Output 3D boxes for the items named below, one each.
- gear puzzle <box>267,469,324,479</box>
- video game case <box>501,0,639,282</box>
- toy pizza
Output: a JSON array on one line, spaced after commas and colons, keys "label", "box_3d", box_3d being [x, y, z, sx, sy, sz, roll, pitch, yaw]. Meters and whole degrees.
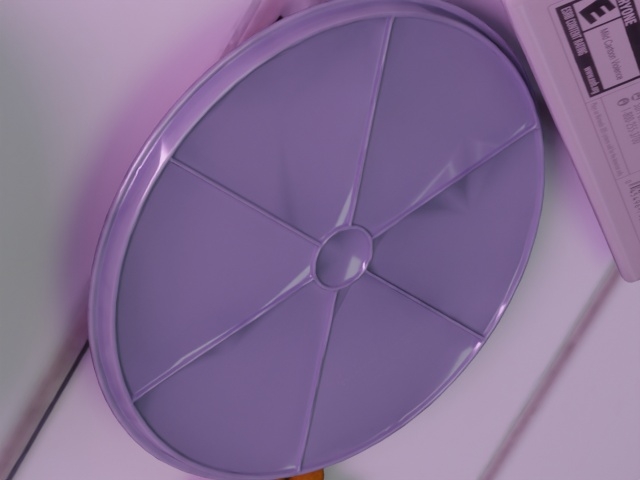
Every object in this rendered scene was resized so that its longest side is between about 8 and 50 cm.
[{"label": "gear puzzle", "box_3d": [-0.014, 0.231, 0.768, 0.175, 0.044, 0.339, -19, 127, -28]}, {"label": "video game case", "box_3d": [0.189, -0.076, 0.651, 0.206, 0.026, 0.227, -22, 147, 10]}, {"label": "toy pizza", "box_3d": [0.000, 0.000, 0.640, 0.201, 0.032, 0.201, -19, 126, -28]}]
